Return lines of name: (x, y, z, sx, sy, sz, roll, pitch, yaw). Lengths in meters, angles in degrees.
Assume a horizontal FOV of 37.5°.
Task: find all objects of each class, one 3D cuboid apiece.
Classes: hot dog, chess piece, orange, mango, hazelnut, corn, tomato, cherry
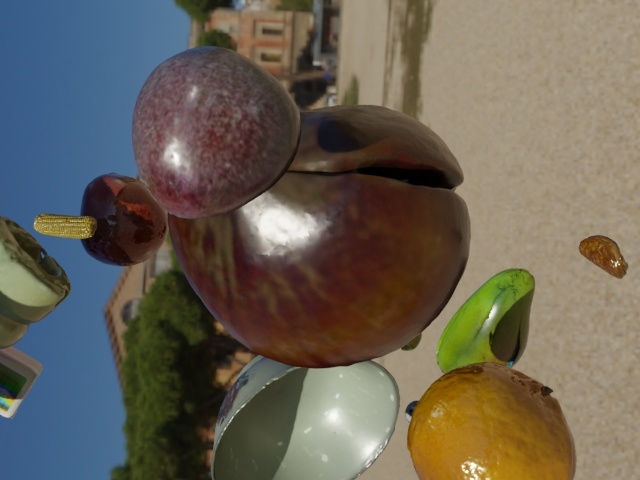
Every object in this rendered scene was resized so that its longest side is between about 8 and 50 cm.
hot dog: (0.419, 0.023, 1.384, 0.083, 0.035, 0.058, 41, 169, 48)
chess piece: (-0.597, 0.169, 1.456, 0.442, 0.234, 0.234, -43, 0, 1)
orange: (0.218, 0.260, 1.196, 0.219, 0.219, 0.193, -86, 19, -65)
mango: (0.271, 0.141, 1.497, 0.233, 0.125, 0.111, -60, 38, 30)
hazelnut: (0.000, 0.000, 1.350, 0.402, 0.429, 0.402, 0, -90, -65)
corn: (-0.386, -0.022, 1.429, 0.037, 0.092, 0.037, -172, 90, -78)
tomato: (-0.344, -0.035, 1.631, 0.167, 0.167, 0.167, 3, -90, -90)
cherry: (-0.111, -0.112, 0.950, 0.140, 0.176, 0.176, 131, 146, -61)

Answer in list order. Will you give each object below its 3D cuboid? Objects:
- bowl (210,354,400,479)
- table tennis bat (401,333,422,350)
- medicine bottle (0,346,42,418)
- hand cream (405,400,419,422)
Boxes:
bowl: (-0.050, 0.279, 1.567, 0.157, 0.337, 0.337, 50, 146, 46)
table tennis bat: (0.069, 0.129, 1.935, 0.224, 0.368, 0.054, -57, 26, -5)
medicine bottle: (-0.636, 0.228, 1.747, 0.115, 0.219, 0.078, -55, 10, 14)
hand cream: (0.242, 0.367, 1.941, 0.224, 0.083, 0.048, 28, -147, -50)
